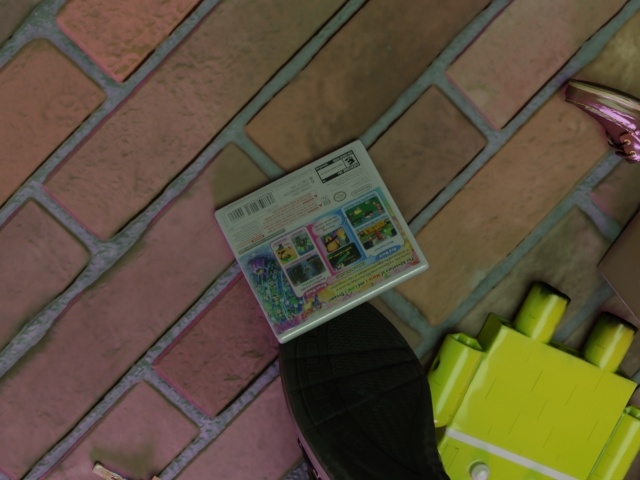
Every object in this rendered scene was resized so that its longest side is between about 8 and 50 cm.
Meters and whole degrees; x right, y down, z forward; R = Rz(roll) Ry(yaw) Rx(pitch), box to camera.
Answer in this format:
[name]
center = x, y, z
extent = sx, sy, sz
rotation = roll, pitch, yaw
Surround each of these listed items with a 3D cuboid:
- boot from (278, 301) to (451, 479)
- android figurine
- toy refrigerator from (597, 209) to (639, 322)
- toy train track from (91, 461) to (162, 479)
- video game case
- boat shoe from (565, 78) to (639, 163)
[boot]
center = 0.041, 0.266, 1.536
extent = 0.138, 0.377, 0.284
rotation = -15, 147, -21
[android figurine]
center = 0.210, 0.184, 1.627
extent = 0.248, 0.056, 0.273
rotation = 25, 98, -18
[toy refrigerator]
center = 0.364, 0.064, 1.504
extent = 0.102, 0.269, 0.094
rotation = 31, 105, -18
[toy train track]
center = -0.187, 0.241, 1.579
extent = 0.083, 0.014, 0.048
rotation = 32, 105, -13
[video game case]
center = 0.000, 0.000, 1.502
extent = 0.157, 0.019, 0.143
rotation = -27, 74, -4
[boat shoe]
center = 0.311, -0.103, 1.556
extent = 0.178, 0.064, 0.060
rotation = 23, 98, -20
